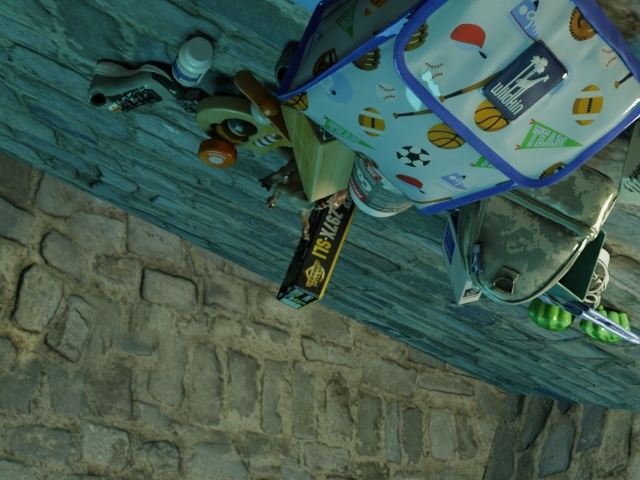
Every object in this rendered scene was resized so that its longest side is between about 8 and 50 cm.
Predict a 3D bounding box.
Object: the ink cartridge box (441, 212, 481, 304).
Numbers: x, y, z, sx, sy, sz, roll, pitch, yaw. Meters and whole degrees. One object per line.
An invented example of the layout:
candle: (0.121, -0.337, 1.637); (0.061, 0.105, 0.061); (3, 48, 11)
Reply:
ink cartridge box: (0.353, 0.041, 1.864); (0.065, 0.166, 0.333); (-14, 163, 3)

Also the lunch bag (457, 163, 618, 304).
lunch bag: (0.342, -0.025, 1.307); (0.212, 0.256, 0.305); (26, -175, 5)

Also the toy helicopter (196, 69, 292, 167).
toy helicopter: (-0.085, -0.239, 1.602); (0.354, 0.140, 0.235); (12, 158, -8)

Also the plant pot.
plant pot: (0.455, 0.015, 1.654); (0.165, 0.166, 0.234); (31, 165, -36)

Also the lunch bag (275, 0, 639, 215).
lunch bag: (0.187, -0.222, 1.010); (0.327, 0.239, 0.385); (35, 148, -29)

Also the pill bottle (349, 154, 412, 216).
pill bottle: (0.142, -0.145, 1.488); (0.161, 0.161, 0.283); (21, 165, -2)

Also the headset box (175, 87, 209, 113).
headset box: (-0.281, -0.313, 1.709); (0.083, 0.032, 0.062); (10, 163, 33)

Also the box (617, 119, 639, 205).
box: (0.605, -0.094, 1.154); (0.275, 0.113, 0.094); (13, 163, 21)

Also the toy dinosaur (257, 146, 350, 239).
toy dinosaur: (-0.023, -0.143, 1.721); (0.200, 0.296, 0.127); (-40, 139, 27)

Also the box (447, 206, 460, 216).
box: (0.314, -0.108, 1.608); (0.175, 0.051, 0.220); (26, 164, -19)

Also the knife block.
knife block: (0.020, -0.187, 1.389); (0.242, 0.088, 0.276); (37, 145, 62)

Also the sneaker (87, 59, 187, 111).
sneaker: (-0.407, -0.328, 1.681); (0.271, 0.108, 0.100); (9, 160, 32)

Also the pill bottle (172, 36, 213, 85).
pill bottle: (-0.245, -0.347, 1.467); (0.067, 0.067, 0.120); (25, 165, -16)

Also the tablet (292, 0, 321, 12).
tablet: (-0.020, -0.376, 1.181); (0.083, 0.006, 0.054); (25, 165, -12)

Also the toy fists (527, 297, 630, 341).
toy fists: (0.731, 0.221, 2.156); (0.279, 0.096, 0.142); (12, 173, 24)

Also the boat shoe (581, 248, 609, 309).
boat shoe: (0.618, 0.090, 1.803); (0.113, 0.105, 0.306); (13, 164, 25)

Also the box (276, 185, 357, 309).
box: (0.000, 0.000, 1.886); (0.079, 0.322, 0.257); (23, 165, -6)

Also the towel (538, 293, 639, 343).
towel: (0.569, 0.150, 1.742); (0.209, 0.034, 0.285); (26, -176, -29)

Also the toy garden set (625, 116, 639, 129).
toy garden set: (0.369, -0.208, 1.176); (0.203, 0.049, 0.244); (28, 164, -26)

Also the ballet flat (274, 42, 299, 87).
ballet flat: (-0.060, -0.307, 1.400); (0.057, 0.049, 0.173); (22, 165, -2)
